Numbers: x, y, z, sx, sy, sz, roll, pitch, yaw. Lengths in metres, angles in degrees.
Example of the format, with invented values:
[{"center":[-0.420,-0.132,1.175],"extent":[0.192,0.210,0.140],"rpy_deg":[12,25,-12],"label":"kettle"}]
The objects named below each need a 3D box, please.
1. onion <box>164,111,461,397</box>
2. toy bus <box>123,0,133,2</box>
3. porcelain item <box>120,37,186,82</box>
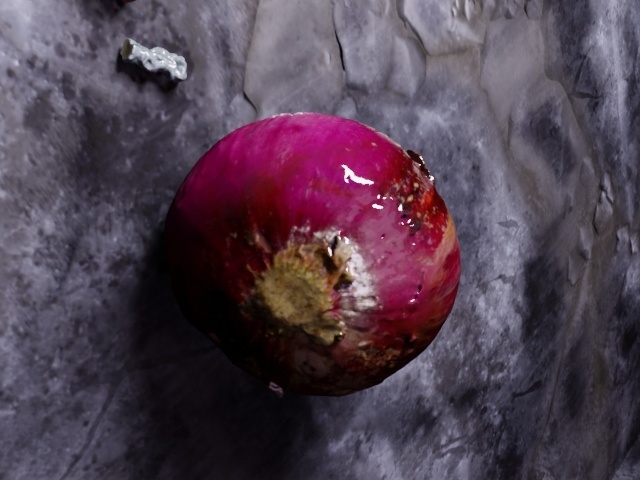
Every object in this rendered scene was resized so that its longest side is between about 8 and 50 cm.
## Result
[{"center":[0.000,0.000,0.830],"extent":[0.385,0.347,0.348],"rpy_deg":[-61,147,-68],"label":"onion"},{"center":[-0.233,-0.341,0.666],"extent":[0.192,0.065,0.077],"rpy_deg":[51,59,-37],"label":"toy bus"},{"center":[-0.188,-0.206,0.760],"extent":[0.083,0.028,0.036],"rpy_deg":[15,56,-45],"label":"porcelain item"}]
